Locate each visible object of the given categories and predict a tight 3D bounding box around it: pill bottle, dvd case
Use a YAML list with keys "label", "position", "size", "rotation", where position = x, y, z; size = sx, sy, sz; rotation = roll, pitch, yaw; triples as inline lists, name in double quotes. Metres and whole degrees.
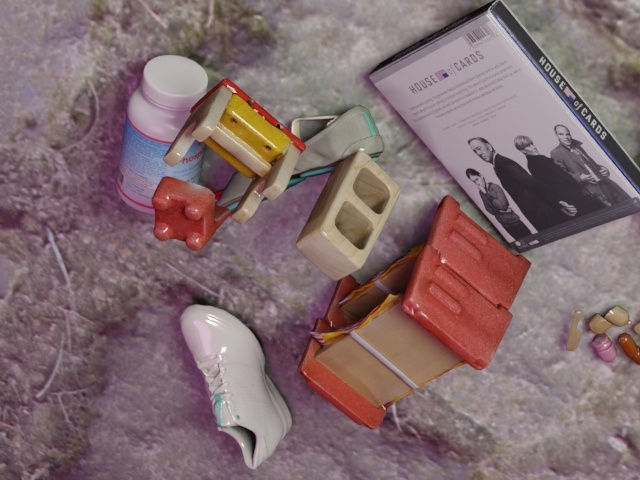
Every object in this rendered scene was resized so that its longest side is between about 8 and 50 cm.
- label: "pill bottle"
  position: [-0.161, -0.109, 1.518]
  size: [0.087, 0.087, 0.160]
  rotation: [24, 133, 8]
- label: "dvd case"
  position: [0.177, -0.100, 1.370]
  size: [0.238, 0.029, 0.179]
  rotation: [49, 144, -14]

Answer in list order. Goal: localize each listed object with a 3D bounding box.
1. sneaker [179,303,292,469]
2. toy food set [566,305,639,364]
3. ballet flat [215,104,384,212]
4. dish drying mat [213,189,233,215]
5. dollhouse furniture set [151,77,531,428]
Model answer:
- label: "sneaker"
  position: [-0.106, 0.173, 1.711]
  size: [0.080, 0.094, 0.212]
  rotation: [-13, 118, 36]
- label: "toy food set"
  position: [0.316, 0.099, 1.493]
  size: [0.122, 0.019, 0.078]
  rotation: [12, 131, 8]
- label: "ballet flat"
  position: [-0.028, -0.086, 1.496]
  size: [0.213, 0.072, 0.068]
  rotation: [-18, 88, 35]
- label: "dish drying mat"
  position: [-0.125, -0.033, 1.614]
  size: [0.083, 0.008, 0.032]
  rotation: [-19, 117, 36]
- label: "dollhouse furniture set"
  position: [0.000, 0.000, 1.449]
  size: [0.374, 0.152, 0.201]
  rotation: [40, 137, -14]
